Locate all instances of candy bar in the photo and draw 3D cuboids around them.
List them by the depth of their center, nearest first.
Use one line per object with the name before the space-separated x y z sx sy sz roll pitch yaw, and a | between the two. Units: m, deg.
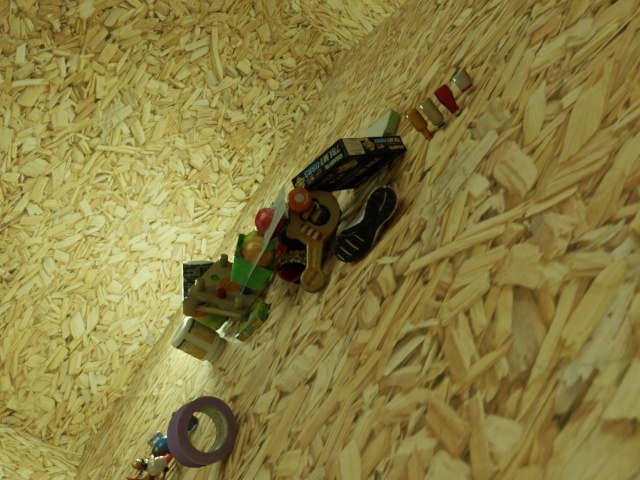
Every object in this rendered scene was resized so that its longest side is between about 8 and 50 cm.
candy bar | -0.181 0.101 1.932 0.161 0.018 0.040 -59 19 -8

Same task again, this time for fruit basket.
fruit basket | -0.195 -0.008 1.589 0.353 0.166 0.327 -56 16 15

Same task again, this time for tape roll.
tape roll | -0.351 0.567 1.301 0.080 0.189 0.188 -37 26 41

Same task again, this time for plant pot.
plant pot | -0.509 0.277 2.126 0.275 0.275 0.293 -157 85 -71

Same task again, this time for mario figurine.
mario figurine | -0.592 0.759 1.582 0.198 0.170 0.320 94 -163 -46

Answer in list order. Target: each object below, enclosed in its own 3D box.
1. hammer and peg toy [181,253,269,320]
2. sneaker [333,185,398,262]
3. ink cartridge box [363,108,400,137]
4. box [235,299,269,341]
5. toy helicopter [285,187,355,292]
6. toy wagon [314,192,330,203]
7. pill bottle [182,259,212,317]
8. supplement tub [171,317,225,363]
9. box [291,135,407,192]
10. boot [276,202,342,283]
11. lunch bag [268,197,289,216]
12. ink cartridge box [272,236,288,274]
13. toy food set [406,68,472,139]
hammer and peg toy | -0.393 0.225 1.803 0.361 0.266 0.127 -57 -14 -52
sneaker | 0.140 -0.043 1.308 0.271 0.100 0.108 -53 -6 16
ink cartridge box | 0.218 -0.389 1.726 0.171 0.056 0.235 -30 34 52
box | -0.269 0.316 1.750 0.179 0.043 0.105 -43 22 28
toy helicopter | 0.000 0.000 1.452 0.140 0.235 0.354 100 173 -71
toy wagon | -0.031 -0.239 2.063 0.344 0.068 0.267 -30 31 53
pill bottle | -0.545 0.215 1.940 0.130 0.131 0.245 -170 80 -69
supplement tub | -0.539 0.445 1.940 0.144 0.200 0.144 -47 21 23
box | 0.096 -0.255 1.507 0.296 0.294 0.073 -31 75 48
boot | -0.088 0.025 1.668 0.377 0.138 0.284 -22 37 49
lunch bag | -0.244 -0.069 2.153 0.303 0.115 0.243 -43 23 62
ink cartridge box | -0.213 0.053 1.855 0.145 0.179 0.045 -59 30 -9
toy food set | 0.392 -0.424 1.352 0.232 0.104 0.111 -38 5 -3
